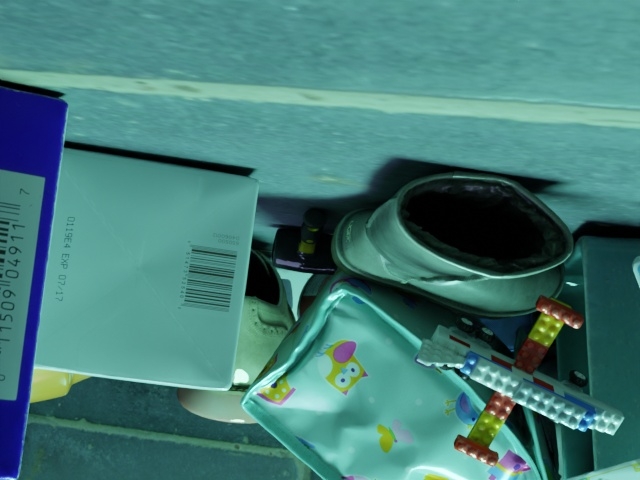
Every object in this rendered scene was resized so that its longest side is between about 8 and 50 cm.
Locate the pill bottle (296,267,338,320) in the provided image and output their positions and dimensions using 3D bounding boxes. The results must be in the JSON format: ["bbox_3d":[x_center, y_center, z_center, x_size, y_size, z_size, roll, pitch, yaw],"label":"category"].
[{"bbox_3d":[0.044,0.079,1.201,0.121,0.121,0.216,8,174,-15],"label":"pill bottle"}]

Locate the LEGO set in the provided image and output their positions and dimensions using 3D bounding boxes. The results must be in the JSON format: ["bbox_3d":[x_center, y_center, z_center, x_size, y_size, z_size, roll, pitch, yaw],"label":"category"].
[{"bbox_3d":[0.171,0.110,0.650,0.244,0.182,0.060,-20,-165,14],"label":"LEGO set"}]

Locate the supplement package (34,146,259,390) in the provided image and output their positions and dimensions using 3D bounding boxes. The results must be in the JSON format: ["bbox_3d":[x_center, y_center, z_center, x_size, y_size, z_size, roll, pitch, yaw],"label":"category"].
[{"bbox_3d":[-0.132,0.024,0.775,0.134,0.139,0.244,9,175,-10],"label":"supplement package"}]

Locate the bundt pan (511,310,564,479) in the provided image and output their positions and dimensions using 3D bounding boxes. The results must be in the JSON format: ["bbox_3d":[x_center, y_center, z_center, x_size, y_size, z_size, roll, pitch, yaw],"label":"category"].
[{"bbox_3d":[0.300,0.136,1.083,0.331,0.124,0.331,-10,-166,3],"label":"bundt pan"}]

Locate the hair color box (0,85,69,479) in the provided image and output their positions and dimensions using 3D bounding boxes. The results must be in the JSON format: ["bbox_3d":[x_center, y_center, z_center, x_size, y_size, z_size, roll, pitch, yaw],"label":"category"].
[{"bbox_3d":[-0.248,0.028,0.629,0.110,0.185,0.339,10,170,-25],"label":"hair color box"}]

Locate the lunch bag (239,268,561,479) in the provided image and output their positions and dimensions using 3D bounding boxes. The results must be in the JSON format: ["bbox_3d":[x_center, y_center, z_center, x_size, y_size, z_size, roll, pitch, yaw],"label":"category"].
[{"bbox_3d":[0.093,0.134,0.870,0.262,0.160,0.223,38,-167,2],"label":"lunch bag"}]

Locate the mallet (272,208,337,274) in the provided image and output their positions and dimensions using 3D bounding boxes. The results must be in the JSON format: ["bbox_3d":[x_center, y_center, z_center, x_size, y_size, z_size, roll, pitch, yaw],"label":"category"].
[{"bbox_3d":[0.000,0.000,0.920,0.062,0.039,0.190,9,170,-9],"label":"mallet"}]

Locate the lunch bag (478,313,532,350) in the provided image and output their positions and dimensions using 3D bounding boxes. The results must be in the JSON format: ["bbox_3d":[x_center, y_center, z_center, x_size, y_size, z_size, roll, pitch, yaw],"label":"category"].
[{"bbox_3d":[0.160,0.066,1.050,0.067,0.098,0.065,4,179,-27],"label":"lunch bag"}]

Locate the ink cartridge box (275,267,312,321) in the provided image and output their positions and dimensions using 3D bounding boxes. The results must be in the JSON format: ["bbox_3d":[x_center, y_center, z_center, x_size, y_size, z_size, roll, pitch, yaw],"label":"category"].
[{"bbox_3d":[-0.056,0.088,1.530,0.237,0.100,0.172,5,174,13],"label":"ink cartridge box"}]

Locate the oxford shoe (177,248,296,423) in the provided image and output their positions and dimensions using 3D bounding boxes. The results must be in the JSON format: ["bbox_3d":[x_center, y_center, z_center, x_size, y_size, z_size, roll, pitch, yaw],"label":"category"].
[{"bbox_3d":[-0.082,0.067,1.238,0.141,0.146,0.397,7,-166,-8],"label":"oxford shoe"}]

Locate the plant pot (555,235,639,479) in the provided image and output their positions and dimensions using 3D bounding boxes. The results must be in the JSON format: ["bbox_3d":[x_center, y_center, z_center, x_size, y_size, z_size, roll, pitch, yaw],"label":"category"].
[{"bbox_3d":[0.316,0.126,0.815,0.252,0.247,0.248,-2,173,7],"label":"plant pot"}]

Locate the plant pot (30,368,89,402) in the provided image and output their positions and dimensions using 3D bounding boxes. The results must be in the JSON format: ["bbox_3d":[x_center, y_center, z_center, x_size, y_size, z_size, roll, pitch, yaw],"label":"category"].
[{"bbox_3d":[-0.270,0.073,1.267,0.188,0.205,0.205,-8,179,-19],"label":"plant pot"}]

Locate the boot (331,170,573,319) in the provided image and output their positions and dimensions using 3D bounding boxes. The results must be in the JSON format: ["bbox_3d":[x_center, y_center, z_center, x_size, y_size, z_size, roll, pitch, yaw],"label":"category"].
[{"bbox_3d":[0.108,0.004,0.692,0.190,0.076,0.208,6,168,-14],"label":"boot"}]
